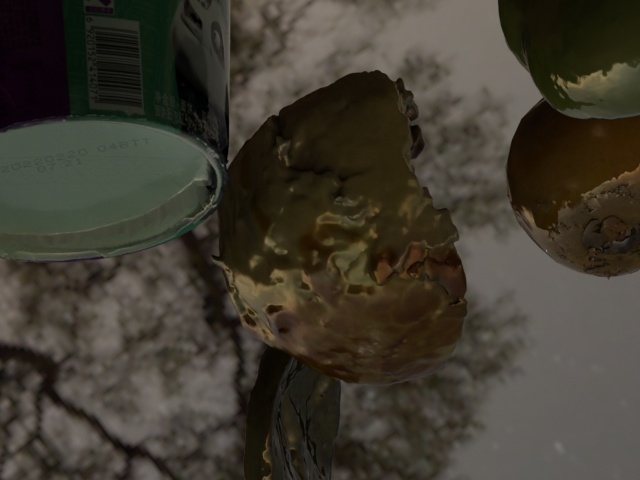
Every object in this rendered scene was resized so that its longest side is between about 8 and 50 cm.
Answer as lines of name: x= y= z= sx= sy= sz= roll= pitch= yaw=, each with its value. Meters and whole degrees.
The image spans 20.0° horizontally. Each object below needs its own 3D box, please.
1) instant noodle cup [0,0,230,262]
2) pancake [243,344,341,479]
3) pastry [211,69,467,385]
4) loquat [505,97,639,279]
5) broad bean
instant noodle cup: x=-0.160 y=-0.110 z=1.128 sx=0.251 sy=0.251 sz=0.190 roll=-26 pitch=-120 yaw=33
pancake: x=-0.026 y=0.196 z=1.624 sx=0.050 sy=0.242 sz=0.242 roll=-4 pitch=-156 yaw=16
pastry: x=0.000 y=0.009 z=1.470 sx=0.170 sy=0.237 sz=0.256 roll=-13 pitch=162 yaw=-27
loquat: x=0.326 y=-0.072 z=2.084 sx=0.235 sy=0.235 sz=0.235 roll=-32 pitch=-166 yaw=9
broad bean: x=0.219 y=-0.176 z=1.138 sx=0.291 sy=0.119 sz=0.238 roll=-25 pitch=-148 yaw=55
